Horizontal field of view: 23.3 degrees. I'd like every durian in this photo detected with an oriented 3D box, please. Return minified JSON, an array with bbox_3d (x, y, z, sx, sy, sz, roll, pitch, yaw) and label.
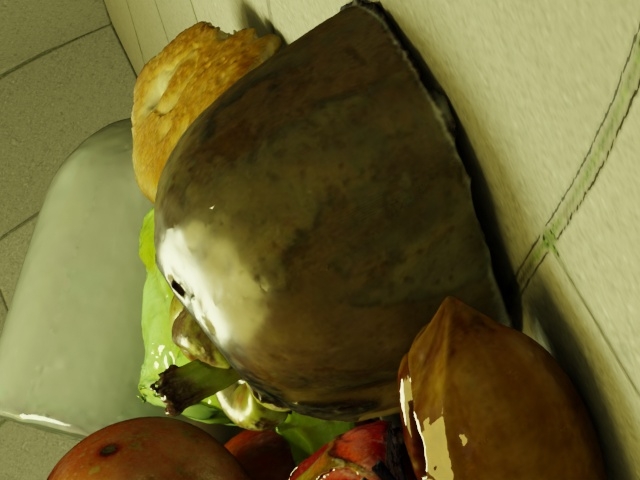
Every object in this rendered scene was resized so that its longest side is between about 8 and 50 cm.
[{"bbox_3d":[-0.083,0.078,1.577,0.204,0.256,0.339,21,-116,-55],"label":"durian"}]

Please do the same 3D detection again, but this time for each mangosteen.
[{"bbox_3d":[-0.032,0.065,1.189,0.192,0.217,0.192,43,166,13],"label":"mangosteen"}]

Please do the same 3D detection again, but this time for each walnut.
[{"bbox_3d":[0.099,0.120,0.848,0.116,0.116,0.207,-128,16,-65],"label":"walnut"}]

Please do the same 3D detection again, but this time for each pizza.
[{"bbox_3d":[-0.101,-0.109,1.388,0.074,0.182,0.365,29,-178,-24],"label":"pizza"}]

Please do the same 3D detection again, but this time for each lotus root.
[{"bbox_3d":[0.000,0.000,0.959,0.272,0.192,0.272,57,172,13],"label":"lotus root"}]

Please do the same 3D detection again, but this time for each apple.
[{"bbox_3d":[-0.169,0.301,1.492,0.253,0.253,0.253,156,90,-83],"label":"apple"}]

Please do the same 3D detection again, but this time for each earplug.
[{"bbox_3d":[-0.198,0.056,1.837,0.312,0.313,0.394,100,-175,-78],"label":"earplug"}]

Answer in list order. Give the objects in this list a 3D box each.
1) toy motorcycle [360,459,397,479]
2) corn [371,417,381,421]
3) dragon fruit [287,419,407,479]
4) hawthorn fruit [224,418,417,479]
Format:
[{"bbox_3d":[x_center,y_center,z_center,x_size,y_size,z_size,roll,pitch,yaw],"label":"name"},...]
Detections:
[{"bbox_3d":[0.136,0.324,1.196,0.212,0.125,0.358,-118,3,-63],"label":"toy motorcycle"},{"bbox_3d":[-0.018,0.141,1.880,0.102,0.102,0.313,72,170,-45],"label":"corn"},{"bbox_3d":[0.010,0.277,1.401,0.223,0.148,0.218,-89,-10,-47],"label":"dragon fruit"},{"bbox_3d":[-0.005,0.323,1.668,0.284,0.284,0.284,156,90,-83],"label":"hawthorn fruit"}]
